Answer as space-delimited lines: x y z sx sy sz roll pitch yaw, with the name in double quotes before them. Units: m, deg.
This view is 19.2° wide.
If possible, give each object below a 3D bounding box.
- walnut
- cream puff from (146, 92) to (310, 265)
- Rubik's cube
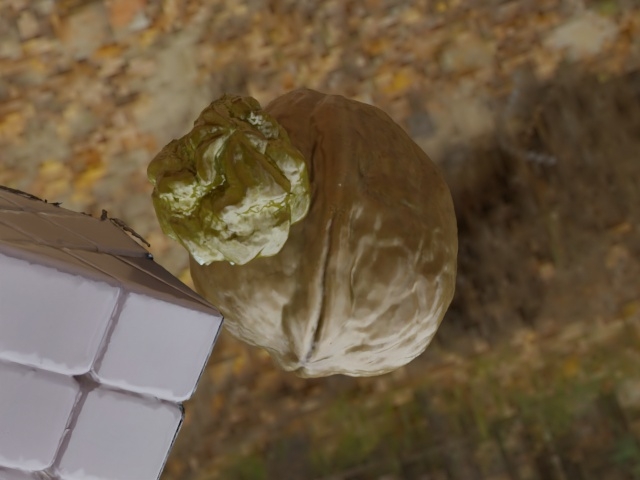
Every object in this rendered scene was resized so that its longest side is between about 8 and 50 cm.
"walnut" 0.001 -0.002 1.961 0.277 0.313 0.252 33 132 -30
"cream puff" -0.084 -0.057 1.744 0.156 0.121 0.156 -10 127 -14
"Rubik's cube" -0.239 0.088 1.364 0.221 0.225 0.231 18 -171 -34
